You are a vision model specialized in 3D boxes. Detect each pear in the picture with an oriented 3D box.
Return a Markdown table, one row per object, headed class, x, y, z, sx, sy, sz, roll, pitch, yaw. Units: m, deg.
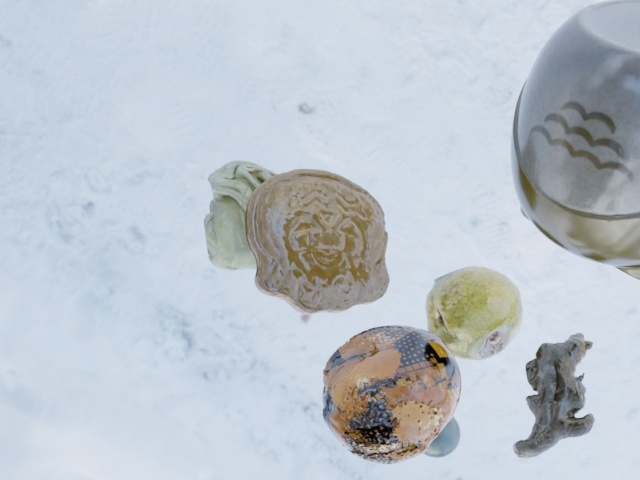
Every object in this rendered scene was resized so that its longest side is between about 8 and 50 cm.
| class | x | y | z | sx | sy | sz | roll | pitch | yaw |
| --- | --- | --- | --- | --- | --- | --- | --- | --- | --- |
| pear | 0.406 | 0.195 | 1.734 | 0.271 | 0.271 | 0.271 | -8 | 125 | -11 |

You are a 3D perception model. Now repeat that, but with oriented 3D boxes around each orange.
| class | x | y | z | sx | sy | sz | roll | pitch | yaw |
| --- | --- | --- | --- | --- | --- | --- | --- | --- | --- |
| orange | 0.112 | 0.239 | 1.027 | 0.234 | 0.234 | 0.182 | -30 | 101 | 4 |

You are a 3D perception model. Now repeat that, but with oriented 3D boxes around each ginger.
| class | x | y | z | sx | sy | sz | roll | pitch | yaw |
| --- | --- | --- | --- | --- | --- | --- | --- | --- | --- |
| ginger | 0.559 | 0.356 | 1.516 | 0.166 | 0.333 | 0.080 | 5 | 144 | 27 |

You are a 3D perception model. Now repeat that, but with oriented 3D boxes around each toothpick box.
| class | x | y | z | sx | sy | sz | roll | pitch | yaw |
| --- | --- | --- | --- | --- | --- | --- | --- | --- | --- |
| toothpick box | 0.544 | -0.168 | 1.131 | 0.409 | 0.409 | 0.425 | -8 | 129 | -11 |

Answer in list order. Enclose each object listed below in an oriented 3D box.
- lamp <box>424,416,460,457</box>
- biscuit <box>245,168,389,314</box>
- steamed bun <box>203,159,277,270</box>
| class | x | y | z | sx | sy | sz | roll | pitch | yaw |
| --- | --- | --- | --- | --- | --- | --- | --- | --- | --- |
| lamp | 0.242 | 0.405 | 1.363 | 0.105 | 0.105 | 0.105 | -8 | 125 | -11 |
| biscuit | 0.001 | 0.000 | 1.607 | 0.385 | 0.062 | 0.365 | 2 | 78 | -25 |
| steamed bun | -0.177 | -0.072 | 1.718 | 0.203 | 0.289 | 0.276 | -10 | 112 | 25 |
